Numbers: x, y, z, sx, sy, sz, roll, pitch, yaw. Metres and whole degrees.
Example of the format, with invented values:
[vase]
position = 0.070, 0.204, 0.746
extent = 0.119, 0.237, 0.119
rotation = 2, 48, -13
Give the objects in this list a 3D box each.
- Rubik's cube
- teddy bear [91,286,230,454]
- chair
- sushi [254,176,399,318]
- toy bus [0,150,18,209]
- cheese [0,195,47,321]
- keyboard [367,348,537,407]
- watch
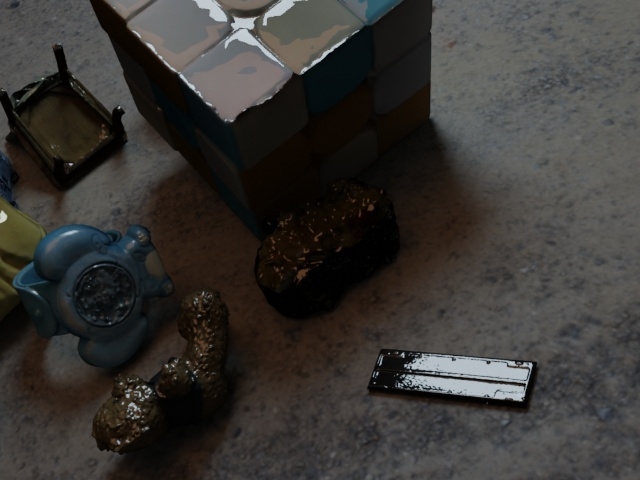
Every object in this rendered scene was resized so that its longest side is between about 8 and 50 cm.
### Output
[Rubik's cube]
position = -0.074, -0.271, 1.496
extent = 0.347, 0.344, 0.346
rotation = -37, 67, -13
[teddy bear]
position = -0.182, 0.180, 1.342
extent = 0.129, 0.182, 0.251
rotation = 38, 65, 4
[chair]
position = -0.451, -0.197, 1.816
extent = 0.160, 0.319, 0.186
rotation = -43, 91, -16
[sushi]
position = 0.000, 0.000, 1.432
extent = 0.213, 0.115, 0.147
rotation = -33, 45, -7
[toy bus]
position = -0.571, -0.090, 1.811
extent = 0.075, 0.064, 0.190
rotation = -25, 43, 8
[cheese]
position = -0.524, 0.035, 1.611
extent = 0.226, 0.117, 0.214
rotation = 18, 77, 50
[keyboard]
position = 0.158, 0.166, 1.278
extent = 0.202, 0.011, 0.067
rotation = 2, 48, 26
[watch]
position = -0.330, 0.060, 1.500
extent = 0.211, 0.211, 0.193
rotation = -44, 26, -18
